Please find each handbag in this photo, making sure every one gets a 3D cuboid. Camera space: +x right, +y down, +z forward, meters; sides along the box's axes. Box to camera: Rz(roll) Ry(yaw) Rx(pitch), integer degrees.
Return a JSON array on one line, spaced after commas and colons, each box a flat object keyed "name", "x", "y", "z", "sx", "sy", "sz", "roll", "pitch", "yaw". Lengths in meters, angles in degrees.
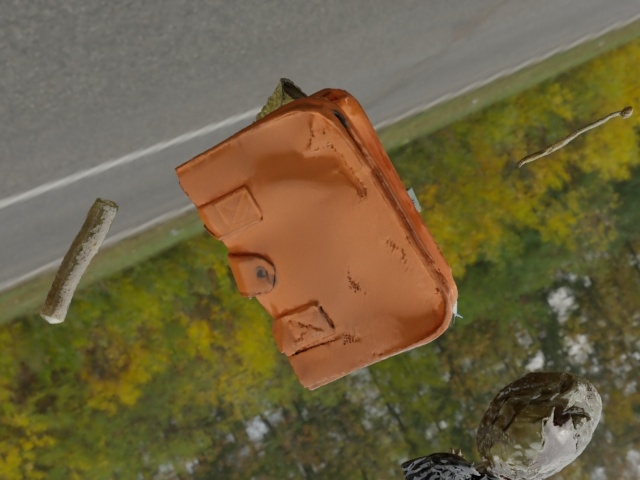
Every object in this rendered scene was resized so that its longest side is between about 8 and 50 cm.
[{"name": "handbag", "x": 0.000, "y": 0.000, "z": 1.433, "sx": 0.303, "sy": 0.410, "sz": 0.116, "roll": -26, "pitch": -168, "yaw": 21}]

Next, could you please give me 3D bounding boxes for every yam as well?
[{"name": "yam", "x": -0.531, "y": 0.045, "z": 2.086, "sx": 0.300, "sy": 0.066, "sz": 0.066, "roll": -63, "pitch": 179, "yaw": 0}]

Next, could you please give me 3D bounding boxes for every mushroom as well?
[{"name": "mushroom", "x": 0.460, "y": -0.189, "z": 1.756, "sx": 0.286, "sy": 0.028, "sz": 0.026, "roll": -27, "pitch": -146, "yaw": 51}]

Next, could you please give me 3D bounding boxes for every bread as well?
[{"name": "bread", "x": -0.077, "y": -0.194, "z": 1.686, "sx": 0.127, "sy": 0.152, "sz": 0.147, "roll": -14, "pitch": 151, "yaw": -37}]

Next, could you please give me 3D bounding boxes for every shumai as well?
[{"name": "shumai", "x": 0.237, "y": 0.218, "z": 1.031, "sx": 0.139, "sy": 0.123, "sz": 0.105, "roll": -42, "pitch": -162, "yaw": 36}]

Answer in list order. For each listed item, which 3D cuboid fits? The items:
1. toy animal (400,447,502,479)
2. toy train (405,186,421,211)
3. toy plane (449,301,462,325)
[{"name": "toy animal", "x": 0.237, "y": 0.352, "z": 1.420, "sx": 0.197, "sy": 0.272, "sz": 0.160, "roll": -54, "pitch": -162, "yaw": -15}, {"name": "toy train", "x": 0.081, "y": -0.040, "z": 1.848, "sx": 0.233, "sy": 0.052, "sz": 0.051, "roll": -19, "pitch": -172, "yaw": 33}, {"name": "toy plane", "x": 0.290, "y": 0.146, "z": 2.066, "sx": 0.024, "sy": 0.084, "sz": 0.078, "roll": 6, "pitch": -121, "yaw": 25}]
